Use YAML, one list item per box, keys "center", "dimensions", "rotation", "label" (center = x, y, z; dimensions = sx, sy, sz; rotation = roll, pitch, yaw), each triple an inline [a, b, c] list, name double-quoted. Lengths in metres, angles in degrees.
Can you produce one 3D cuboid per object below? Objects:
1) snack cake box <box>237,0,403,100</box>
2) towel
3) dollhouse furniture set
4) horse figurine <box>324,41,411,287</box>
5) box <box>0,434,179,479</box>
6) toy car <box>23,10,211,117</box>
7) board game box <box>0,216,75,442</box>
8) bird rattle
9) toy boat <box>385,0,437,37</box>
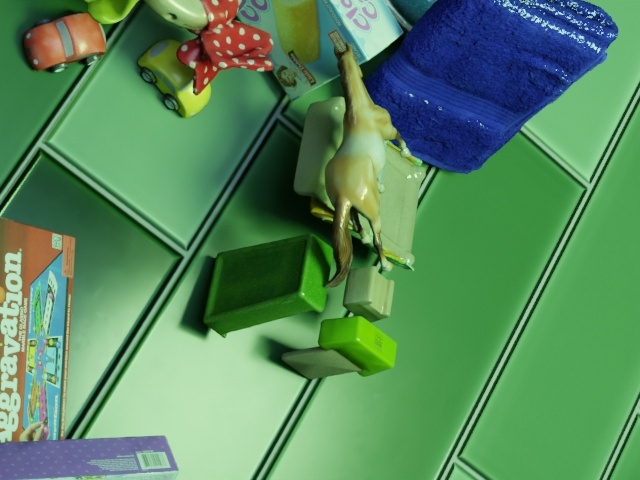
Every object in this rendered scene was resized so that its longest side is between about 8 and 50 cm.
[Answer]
- center: [-0.037, -0.320, 1.867]
  dimensions: [0.089, 0.152, 0.264]
  rotation: [-41, 102, -43]
  label: "snack cake box"
- center: [0.194, -0.198, 1.898]
  dimensions: [0.228, 0.308, 0.076]
  rotation: [14, 53, -26]
  label: "towel"
- center: [0.000, 0.000, 1.888]
  dimensions: [0.197, 0.151, 0.301]
  rotation: [38, 50, -39]
  label: "dollhouse furniture set"
- center: [0.048, -0.077, 1.773]
  dimensions: [0.174, 0.066, 0.263]
  rotation: [61, 34, -48]
  label: "horse figurine"
- center: [-0.315, 0.293, 1.602]
  dimensions: [0.293, 0.201, 0.057]
  rotation: [2, 40, -29]
  label: "box"
- center: [-0.217, -0.280, 1.825]
  dimensions: [0.239, 0.053, 0.225]
  rotation: [17, 74, -26]
  label: "toy car"
- center: [-0.326, 0.123, 1.672]
  dimensions: [0.145, 0.027, 0.281]
  rotation: [18, 70, -59]
  label: "board game box"
- center: [-0.148, -0.303, 1.761]
  dimensions: [0.253, 0.143, 0.207]
  rotation: [25, 64, -25]
  label: "bird rattle"
- center: [0.178, -0.404, 2.010]
  dimensions: [0.267, 0.148, 0.318]
  rotation: [-5, 85, -29]
  label: "toy boat"
